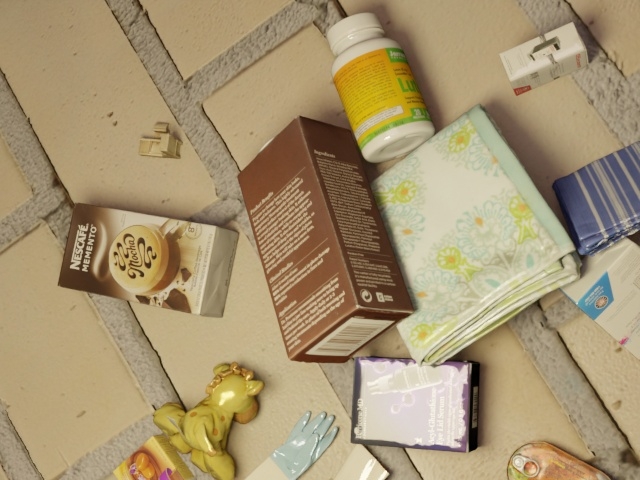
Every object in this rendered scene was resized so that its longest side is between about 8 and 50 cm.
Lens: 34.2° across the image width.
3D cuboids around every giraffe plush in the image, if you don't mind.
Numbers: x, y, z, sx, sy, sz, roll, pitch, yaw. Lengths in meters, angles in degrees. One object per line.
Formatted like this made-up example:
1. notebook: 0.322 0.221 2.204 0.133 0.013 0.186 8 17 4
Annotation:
1. giraffe plush: -0.185 0.306 1.867 0.181 0.210 0.170 33 65 22

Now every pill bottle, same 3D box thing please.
1. pill bottle: 0.099 -0.275 1.853 0.136 0.136 0.245 -24 77 13

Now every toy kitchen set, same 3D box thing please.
1. toy kitchen set: -0.316 -0.200 2.004 0.083 0.075 0.068 5 84 14

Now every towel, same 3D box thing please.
1. towel: 0.224 -0.010 1.744 0.321 0.090 0.374 -34 54 14
2. towel: 0.548 -0.103 1.667 0.336 0.243 0.040 -24 116 13

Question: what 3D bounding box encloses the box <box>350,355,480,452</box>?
1. box: 0.163 0.278 1.779 0.207 0.108 0.153 0 84 17

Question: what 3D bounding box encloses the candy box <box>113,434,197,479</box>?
1. candy box: -0.286 0.467 1.923 0.109 0.053 0.186 -41 72 8

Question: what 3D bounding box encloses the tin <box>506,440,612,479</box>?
1. tin: 0.401 0.407 1.726 0.190 0.040 0.106 28 88 18

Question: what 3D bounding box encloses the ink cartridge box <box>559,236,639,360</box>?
1. ink cartridge box: 0.513 0.105 1.674 0.231 0.078 0.134 39 97 -21

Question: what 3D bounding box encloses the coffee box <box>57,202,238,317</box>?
1. coffee box: -0.323 0.037 1.954 0.297 0.119 0.168 9 87 18

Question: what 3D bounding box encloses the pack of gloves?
1. pack of gloves: -0.012 0.434 1.858 0.232 0.046 0.195 -48 61 3

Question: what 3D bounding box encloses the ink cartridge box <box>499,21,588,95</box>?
1. ink cartridge box: 0.385 -0.311 1.789 0.135 0.099 0.056 -22 76 12

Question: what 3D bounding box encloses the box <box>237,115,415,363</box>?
1. box: 0.000 0.000 1.770 0.191 0.143 0.381 -40 56 37
